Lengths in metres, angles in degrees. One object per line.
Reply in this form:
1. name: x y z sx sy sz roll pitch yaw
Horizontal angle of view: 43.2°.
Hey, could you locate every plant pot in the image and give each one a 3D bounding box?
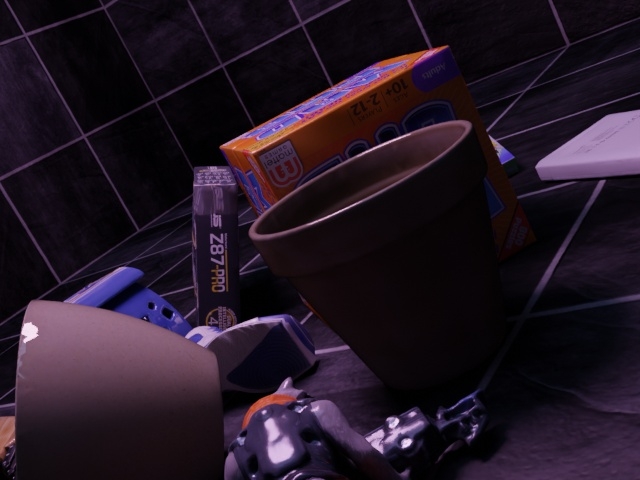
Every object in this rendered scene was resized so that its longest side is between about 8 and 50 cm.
1. plant pot: -0.427 0.194 1.606 0.236 0.212 0.236 -23 13 47
2. plant pot: 0.110 0.033 1.087 0.323 0.280 0.323 -26 14 7

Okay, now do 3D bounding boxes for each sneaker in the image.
1. sneaker: -0.164 0.190 1.355 0.316 0.127 0.182 -25 16 14

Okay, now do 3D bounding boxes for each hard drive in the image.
1. hard drive: 0.593 -0.184 1.467 0.233 0.047 0.353 -32 14 -21

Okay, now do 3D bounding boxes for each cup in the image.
1. cup: -0.252 0.237 1.057 0.237 0.330 0.331 -2 9 -12

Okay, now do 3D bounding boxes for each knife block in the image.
1. knife block: -0.579 0.412 1.406 0.276 0.088 0.242 -13 19 44

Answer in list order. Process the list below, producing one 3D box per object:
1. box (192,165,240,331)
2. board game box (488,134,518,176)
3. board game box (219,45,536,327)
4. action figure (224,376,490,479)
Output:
1. box: -0.226 0.014 1.722 0.097 0.318 0.395 -3 10 -8
2. board game box: 0.246 -0.145 1.803 0.317 0.046 0.213 -28 39 -4
3. board game box: 0.082 -0.088 1.421 0.356 0.356 0.356 -30 14 -9
4. action figure: 0.028 0.221 0.792 0.341 0.178 0.330 -32 24 -11
